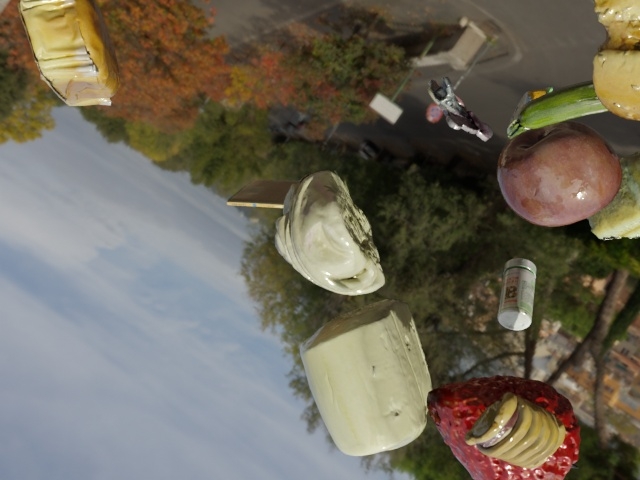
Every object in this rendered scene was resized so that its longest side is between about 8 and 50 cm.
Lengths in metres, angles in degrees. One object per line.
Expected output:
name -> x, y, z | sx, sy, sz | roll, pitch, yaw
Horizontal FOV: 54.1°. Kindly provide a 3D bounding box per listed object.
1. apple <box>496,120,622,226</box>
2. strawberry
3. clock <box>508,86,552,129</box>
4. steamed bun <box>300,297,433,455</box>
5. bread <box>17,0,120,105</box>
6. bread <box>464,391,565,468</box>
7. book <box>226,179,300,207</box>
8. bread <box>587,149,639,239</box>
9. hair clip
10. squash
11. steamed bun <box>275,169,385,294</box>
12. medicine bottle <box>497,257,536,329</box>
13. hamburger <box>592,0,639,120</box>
apple -> 0.607, -0.179, 1.615 | 0.235, 0.305, 0.305 | 59, 172, -19
strawberry -> 0.411, 0.444, 1.414 | 0.309, 0.292, 0.292 | -7, -170, -11
clock -> 0.699, -0.389, 2.025 | 0.144, 0.231, 0.103 | 16, -137, -3
steamed bun -> 0.124, 0.377, 1.725 | 0.456, 0.289, 0.372 | -8, -101, -68
bread -> -0.376, -0.292, 0.970 | 0.241, 0.106, 0.136 | 180, 76, -80
bread -> 0.371, 0.365, 1.181 | 0.225, 0.134, 0.081 | 27, -158, -39
book -> -0.126, -0.135, 1.807 | 0.241, 0.018, 0.170 | 5, -150, 25
bread -> 1.010, -0.167, 1.879 | 0.264, 0.395, 0.239 | 60, -168, -68
hair clip -> 0.275, -0.279, 1.291 | 0.187, 0.056, 0.146 | 17, -141, -58
squash -> 0.549, -0.292, 1.324 | 0.071, 0.318, 0.080 | -75, -35, -55
steamed bun -> 0.000, 0.000, 1.451 | 0.268, 0.207, 0.280 | 50, -160, -42
medicine bottle -> 0.521, 0.141, 1.659 | 0.086, 0.183, 0.086 | 12, 139, 11
hamburger -> 0.709, -0.346, 1.116 | 0.445, 0.269, 0.287 | -3, -172, -28
